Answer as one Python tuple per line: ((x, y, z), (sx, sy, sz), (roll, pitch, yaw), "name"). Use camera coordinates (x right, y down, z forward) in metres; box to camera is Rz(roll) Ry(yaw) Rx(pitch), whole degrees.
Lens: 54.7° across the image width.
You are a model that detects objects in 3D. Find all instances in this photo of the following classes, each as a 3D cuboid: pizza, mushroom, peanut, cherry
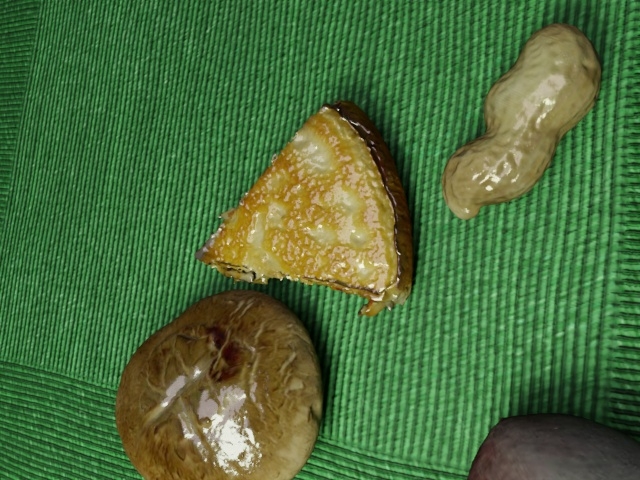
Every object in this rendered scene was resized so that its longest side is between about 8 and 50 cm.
((0.000, 0.000, 0.759), (0.288, 0.074, 0.251), (-45, 64, 16), "pizza")
((-0.127, 0.187, 0.758), (0.278, 0.146, 0.278), (-7, 72, 23), "mushroom")
((0.211, -0.119, 0.659), (0.104, 0.085, 0.228), (38, 102, 37), "peanut")
((0.230, 0.271, 0.531), (0.213, 0.183, 0.266), (-27, 57, 7), "cherry")
